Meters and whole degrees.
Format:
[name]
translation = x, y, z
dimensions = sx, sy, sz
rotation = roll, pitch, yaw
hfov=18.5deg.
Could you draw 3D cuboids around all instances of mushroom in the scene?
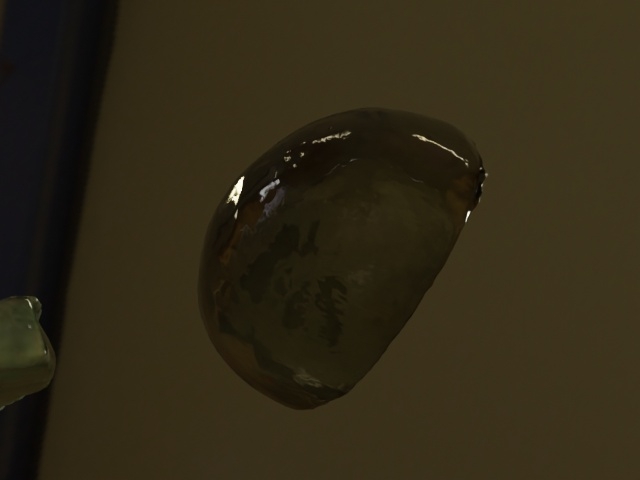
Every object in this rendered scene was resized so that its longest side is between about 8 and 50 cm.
[mushroom]
translation = 0.000, 0.000, 1.074
dimensions = 0.117, 0.141, 0.188
rotation = 29, -70, -32

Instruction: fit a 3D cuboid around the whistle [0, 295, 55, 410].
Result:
[whistle]
translation = -0.319, 0.112, 0.883
dimensions = 0.188, 0.405, 0.168
rotation = 49, -25, -1
